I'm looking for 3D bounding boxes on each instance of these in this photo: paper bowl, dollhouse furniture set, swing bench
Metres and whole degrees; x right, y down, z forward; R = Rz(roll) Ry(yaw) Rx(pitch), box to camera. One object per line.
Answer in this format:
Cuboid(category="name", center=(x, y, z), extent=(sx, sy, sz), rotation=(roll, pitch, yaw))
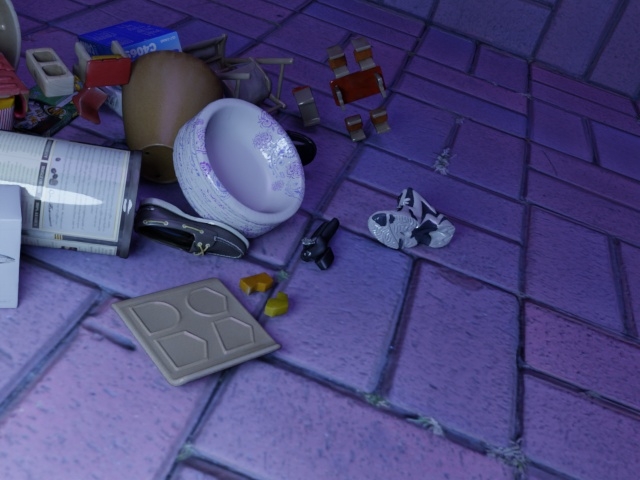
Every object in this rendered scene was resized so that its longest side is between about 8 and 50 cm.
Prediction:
Cuboid(category="paper bowl", center=(-0.181, -0.140, 1.494), extent=(0.284, 0.148, 0.284), rotation=(26, 50, -37))
Cuboid(category="dollhouse furniture set", center=(0.056, -0.421, 2.029), extent=(0.259, 0.262, 0.135), rotation=(-17, 34, 3))
Cuboid(category="swing bench", center=(-0.249, -0.446, 1.980), extent=(0.255, 0.165, 0.253), rotation=(24, 33, 18))
Cuboid(category="dollhouse furniture set", center=(-0.576, -0.283, 1.497), extent=(0.374, 0.201, 0.152), rotation=(-16, 53, -37))

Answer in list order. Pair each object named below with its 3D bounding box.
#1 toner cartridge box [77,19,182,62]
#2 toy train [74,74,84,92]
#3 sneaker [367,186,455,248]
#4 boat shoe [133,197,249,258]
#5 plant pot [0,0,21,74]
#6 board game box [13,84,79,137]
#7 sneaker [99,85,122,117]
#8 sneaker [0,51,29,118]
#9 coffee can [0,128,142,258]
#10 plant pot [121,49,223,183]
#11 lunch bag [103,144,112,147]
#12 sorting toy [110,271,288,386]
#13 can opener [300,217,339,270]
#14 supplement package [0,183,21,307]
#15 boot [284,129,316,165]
Cuboid(category="toner cartridge box", center=(-0.507, -0.512, 1.887), extent=(0.165, 0.075, 0.348), rotation=(-26, 32, -23))
Cuboid(category="toy train", center=(-0.583, -0.419, 1.872), extent=(0.125, 0.046, 0.166), rotation=(8, 33, -16))
Cuboid(category="sneaker", center=(0.189, -0.061, 1.677), extent=(0.235, 0.094, 0.153), rotation=(-1, 36, -28))
Cuboid(category="boat shoe", center=(-0.250, -0.006, 1.384), extent=(0.228, 0.081, 0.068), rotation=(22, 50, -17))
Cuboid(category="plant pot", center=(-0.893, -0.450, 1.554), extent=(0.305, 0.333, 0.334), rotation=(18, 30, 21))
Cuboid(category="board game box", center=(-0.655, -0.305, 1.682), extent=(0.136, 0.030, 0.259), rotation=(17, 32, 2))
Cuboid(category="sneaker", center=(-0.532, -0.363, 1.776), extent=(0.083, 0.071, 0.190), rotation=(-21, 58, -45))
Cuboid(category="sneaker", center=(-0.694, -0.340, 1.536), extent=(0.081, 0.208, 0.094), rotation=(-28, 59, 6))
Cuboid(category="coffee can", center=(-0.471, -0.084, 1.276), extent=(0.275, 0.201, 0.201), rotation=(8, 34, -16))
Cuboid(category="plant pot", center=(-0.345, -0.258, 1.609), extent=(0.237, 0.237, 0.254), rotation=(10, 47, -13))
Cuboid(category="lunch bag", center=(-0.457, -0.154, 1.516), extent=(0.065, 0.067, 0.098), rotation=(20, 33, 3))
Cuboid(category="sorting toy", center=(-0.177, 0.143, 1.243), extent=(0.307, 0.041, 0.229), rotation=(-14, 40, -40))
Cuboid(category="can opener", center=(0.000, 0.000, 1.539), extent=(0.059, 0.073, 0.186), rotation=(-16, 23, 19))
Cuboid(category="supplement package", center=(-0.531, 0.010, 1.126), extent=(0.105, 0.179, 0.105), rotation=(1, 36, -25))
Cuboid(category="boot", center=(-0.144, -0.199, 1.712), extent=(0.246, 0.094, 0.207), rotation=(12, 28, 3))
